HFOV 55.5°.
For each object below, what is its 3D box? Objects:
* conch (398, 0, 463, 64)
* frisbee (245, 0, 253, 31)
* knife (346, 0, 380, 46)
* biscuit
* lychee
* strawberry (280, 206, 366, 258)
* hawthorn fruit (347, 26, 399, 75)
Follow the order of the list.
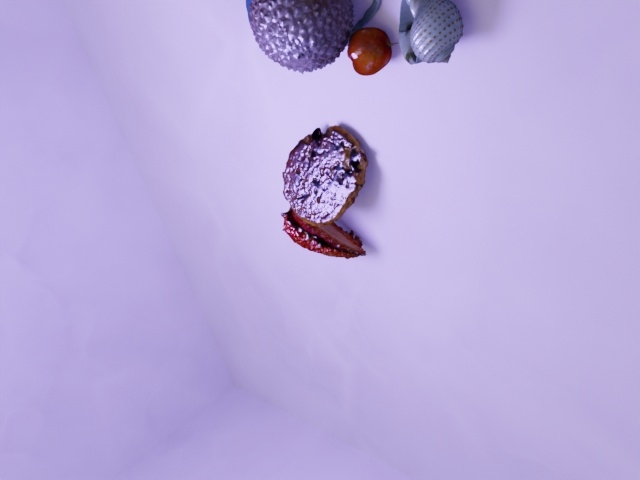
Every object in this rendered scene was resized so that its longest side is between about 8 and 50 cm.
[{"bbox_3d":[0.265,-0.510,1.442,0.172,0.131,0.200,126,138,-83],"label":"conch"},{"bbox_3d":[-0.148,-0.691,1.895,0.289,0.049,0.290,33,141,32],"label":"frisbee"},{"bbox_3d":[0.110,-0.593,1.675,0.028,0.015,0.210,49,148,-1],"label":"knife"},{"bbox_3d":[0.014,-0.212,1.982,0.289,0.081,0.334,51,118,21],"label":"biscuit"},{"bbox_3d":[-0.040,-0.589,1.621,0.300,0.300,0.300,33,141,32],"label":"lychee"},{"bbox_3d":[0.000,0.000,2.128,0.306,0.233,0.138,42,117,18],"label":"strawberry"},{"bbox_3d":[0.138,-0.509,1.631,0.125,0.140,0.125,166,90,-86],"label":"hawthorn fruit"}]
